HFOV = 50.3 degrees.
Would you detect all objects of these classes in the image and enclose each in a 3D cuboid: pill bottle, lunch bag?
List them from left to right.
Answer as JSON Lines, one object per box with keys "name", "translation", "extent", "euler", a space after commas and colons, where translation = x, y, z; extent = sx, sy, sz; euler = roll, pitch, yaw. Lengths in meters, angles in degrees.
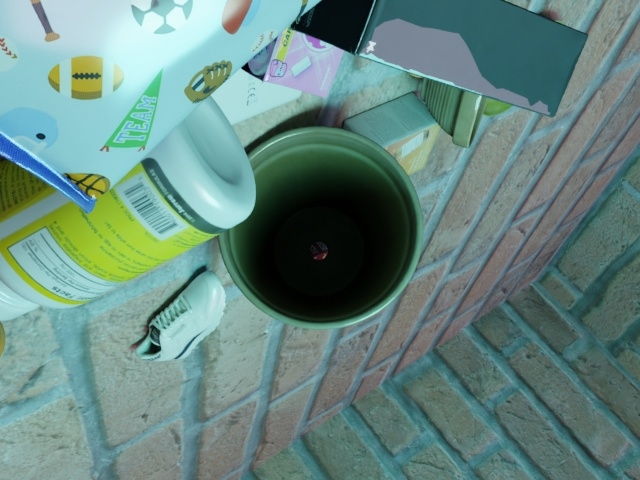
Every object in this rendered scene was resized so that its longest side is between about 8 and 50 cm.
{"name": "lunch bag", "translation": [-0.211, -0.252, 0.497], "extent": [0.328, 0.239, 0.385], "euler": [-41, 141, 2]}
{"name": "pill bottle", "translation": [-0.257, -0.038, 0.771], "extent": [0.334, 0.187, 0.188], "euler": [-26, 160, 15]}

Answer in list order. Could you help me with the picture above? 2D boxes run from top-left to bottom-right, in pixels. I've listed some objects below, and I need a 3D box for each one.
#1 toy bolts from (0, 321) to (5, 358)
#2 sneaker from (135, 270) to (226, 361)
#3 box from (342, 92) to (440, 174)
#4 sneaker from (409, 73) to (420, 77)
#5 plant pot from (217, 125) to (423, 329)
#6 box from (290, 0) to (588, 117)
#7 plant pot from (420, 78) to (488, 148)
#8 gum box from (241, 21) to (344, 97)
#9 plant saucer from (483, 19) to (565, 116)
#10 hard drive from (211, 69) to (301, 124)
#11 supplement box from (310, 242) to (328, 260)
{"name": "toy bolts", "translation": [-0.521, 0.205, 0.885], "extent": [0.229, 0.218, 0.158], "euler": [-17, 159, -7]}
{"name": "sneaker", "translation": [-0.263, 0.150, 1.290], "extent": [0.095, 0.090, 0.235], "euler": [4, 130, -46]}
{"name": "box", "translation": [0.124, -0.178, 1.274], "extent": [0.171, 0.091, 0.130], "euler": [-28, 153, -27]}
{"name": "sneaker", "translation": [0.193, -0.379, 1.046], "extent": [0.121, 0.099, 0.262], "euler": [8, 120, -50]}
{"name": "plant pot", "translation": [0.000, 0.000, 1.187], "extent": [0.323, 0.323, 0.280], "euler": [-38, 172, -6]}
{"name": "box", "translation": [0.126, -0.231, 0.753], "extent": [0.261, 0.184, 0.103], "euler": [9, 112, -28]}
{"name": "plant pot", "translation": [0.244, -0.289, 1.185], "extent": [0.237, 0.110, 0.237], "euler": [19, 90, -77]}
{"name": "gum box", "translation": [-0.015, -0.280, 0.827], "extent": [0.107, 0.062, 0.188], "euler": [4, 114, -45]}
{"name": "plant saucer", "translation": [0.416, -0.369, 1.441], "extent": [0.241, 0.037, 0.241], "euler": [-33, 156, -17]}
{"name": "hard drive", "translation": [-0.147, -0.216, 0.872], "extent": [0.308, 0.040, 0.203], "euler": [-27, 153, -26]}
{"name": "supplement box", "translation": [-0.030, 0.044, 1.457], "extent": [0.240, 0.073, 0.130], "euler": [-19, 148, -41]}
